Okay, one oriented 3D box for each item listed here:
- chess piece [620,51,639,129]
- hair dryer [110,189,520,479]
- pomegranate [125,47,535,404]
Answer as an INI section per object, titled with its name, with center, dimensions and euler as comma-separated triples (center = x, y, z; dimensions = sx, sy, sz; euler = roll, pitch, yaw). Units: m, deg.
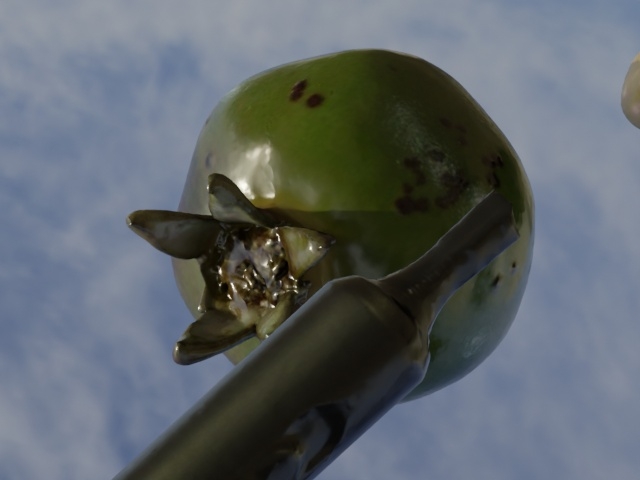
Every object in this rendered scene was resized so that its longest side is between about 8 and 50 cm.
[chess piece]
center = 0.312, 0.031, 0.961
dimensions = 0.397, 0.117, 0.117
euler = 41, -155, 3
[hair dryer]
center = -0.033, 0.080, 0.456
dimensions = 0.078, 0.248, 0.195
euler = 50, 171, -31
[pomegranate]
center = 0.000, 0.000, 0.920
dimensions = 0.181, 0.181, 0.224
euler = 31, -159, 23
